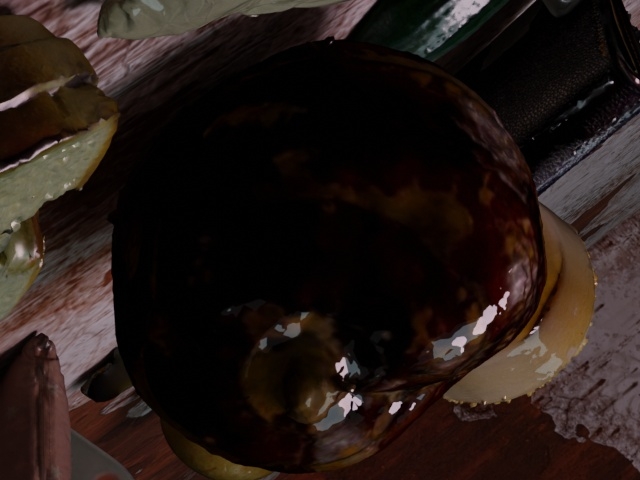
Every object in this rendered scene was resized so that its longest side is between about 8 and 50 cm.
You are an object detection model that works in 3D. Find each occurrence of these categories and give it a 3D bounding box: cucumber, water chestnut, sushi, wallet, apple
[{"bbox_3d":[0.120,-0.208,1.278,0.244,0.063,0.115,-42,167,18],"label":"cucumber"},{"bbox_3d":[0.000,0.000,1.197,0.335,0.335,0.347,-41,-163,8],"label":"water chestnut"},{"bbox_3d":[-0.211,0.134,1.605,0.083,0.044,0.046,-34,-172,-17],"label":"sushi"},{"bbox_3d":[0.201,-0.142,1.464,0.221,0.071,0.262,-46,-156,28],"label":"wallet"},{"bbox_3d":[-0.098,0.195,1.815,0.155,0.182,0.182,-54,163,24],"label":"apple"}]

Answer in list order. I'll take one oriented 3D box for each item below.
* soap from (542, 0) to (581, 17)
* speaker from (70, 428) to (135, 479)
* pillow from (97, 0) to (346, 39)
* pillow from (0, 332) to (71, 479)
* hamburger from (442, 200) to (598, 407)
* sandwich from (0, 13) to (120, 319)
[{"bbox_3d":[0.269,-0.294,1.382,0.198,0.066,0.119,-39,171,-1],"label":"soap"},{"bbox_3d":[-0.345,0.371,1.528,0.406,0.183,0.184,-50,167,-37],"label":"speaker"},{"bbox_3d":[0.029,-0.221,0.926,0.281,0.076,0.274,-22,161,-52],"label":"pillow"},{"bbox_3d":[-0.274,0.224,1.386,0.084,0.223,0.236,12,147,-20],"label":"pillow"},{"bbox_3d":[0.210,0.065,1.991,0.302,0.302,0.170,-40,149,4],"label":"hamburger"},{"bbox_3d":[-0.245,0.000,0.872,0.249,0.095,0.273,-29,165,-38],"label":"sandwich"}]
